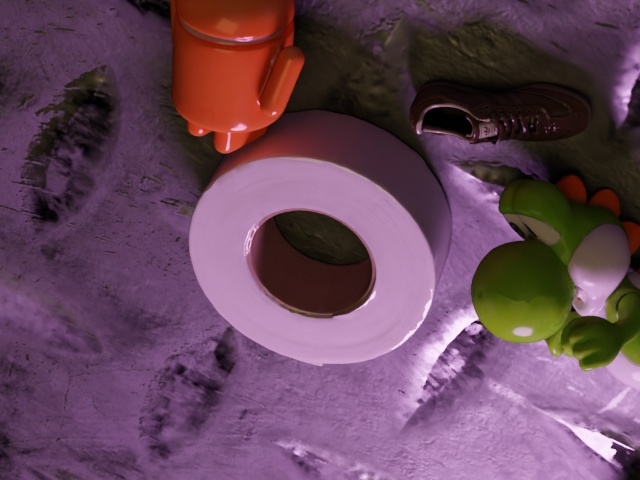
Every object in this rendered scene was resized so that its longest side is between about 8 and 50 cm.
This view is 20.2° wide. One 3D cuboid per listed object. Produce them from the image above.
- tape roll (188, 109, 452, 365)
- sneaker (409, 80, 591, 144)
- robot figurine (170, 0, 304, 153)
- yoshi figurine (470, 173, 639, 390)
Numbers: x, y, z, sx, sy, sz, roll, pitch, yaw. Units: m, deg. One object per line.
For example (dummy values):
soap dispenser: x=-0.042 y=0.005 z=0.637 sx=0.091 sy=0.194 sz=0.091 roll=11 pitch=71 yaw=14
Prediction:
tape roll: x=0.000 y=0.000 z=2.007 sx=0.286 sy=0.100 sz=0.286 roll=8 pitch=127 yaw=11
sneaker: x=0.185 y=-0.122 z=1.877 sx=0.188 sy=0.071 sz=0.066 roll=4 pitch=126 yaw=15
robot figurine: x=-0.089 y=-0.200 z=1.873 sx=0.128 sy=0.158 sz=0.219 roll=-1 pitch=127 yaw=-9
yoshi figurine: x=0.295 y=0.100 z=1.932 sx=0.362 sy=0.203 sz=0.203 roll=45 pitch=132 yaw=-13
